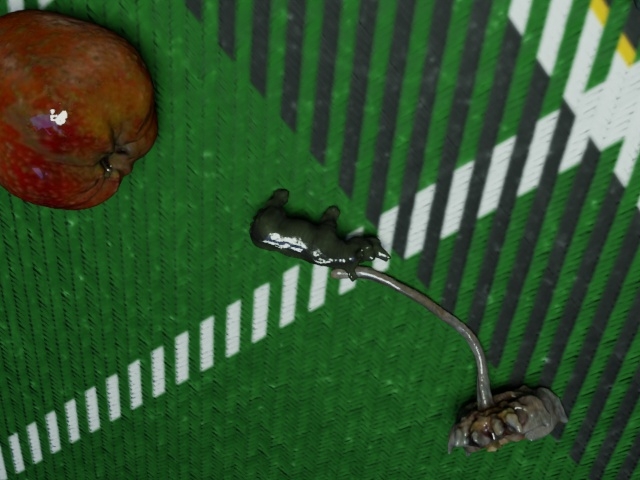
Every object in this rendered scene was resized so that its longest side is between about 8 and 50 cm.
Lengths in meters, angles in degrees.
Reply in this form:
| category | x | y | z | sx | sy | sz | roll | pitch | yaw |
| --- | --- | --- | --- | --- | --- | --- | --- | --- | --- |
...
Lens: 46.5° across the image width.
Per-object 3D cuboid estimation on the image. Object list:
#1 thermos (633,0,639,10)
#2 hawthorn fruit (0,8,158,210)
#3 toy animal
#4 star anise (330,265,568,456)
| category | x | y | z | sx | sy | sz | roll | pitch | yaw |
| --- | --- | --- | --- | --- | --- | --- | --- | --- | --- |
| thermos | 0.227 | -0.283 | 0.428 | 0.182 | 0.145 | 0.286 | 11 | 130 | 47 |
| hawthorn fruit | -0.241 | -0.125 | 0.630 | 0.203 | 0.162 | 0.162 | 38 | 124 | 9 |
| toy animal | 0.000 | 0.000 | 0.696 | 0.136 | 0.065 | 0.047 | 19 | 125 | -2 |
| star anise | 0.132 | 0.119 | 0.777 | 0.148 | 0.219 | 0.227 | -37 | 67 | 59 |
